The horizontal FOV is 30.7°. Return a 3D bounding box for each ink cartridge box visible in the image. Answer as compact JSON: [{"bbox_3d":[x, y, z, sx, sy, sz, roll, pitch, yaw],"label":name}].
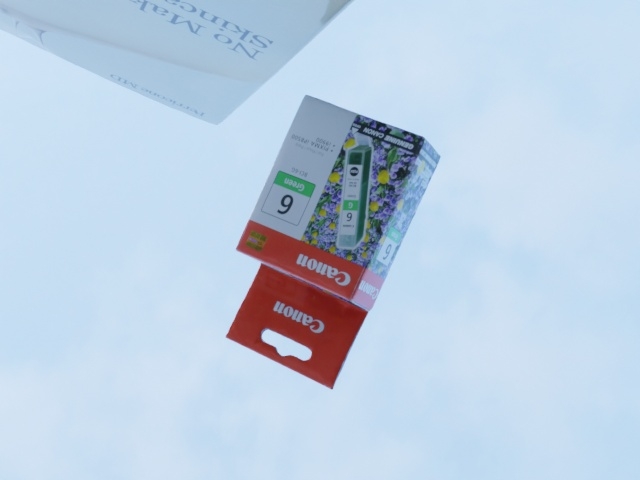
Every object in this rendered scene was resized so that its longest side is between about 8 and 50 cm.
[{"bbox_3d":[0.000,0.000,0.513,0.062,0.029,0.115,23,-94,25],"label":"ink cartridge box"}]

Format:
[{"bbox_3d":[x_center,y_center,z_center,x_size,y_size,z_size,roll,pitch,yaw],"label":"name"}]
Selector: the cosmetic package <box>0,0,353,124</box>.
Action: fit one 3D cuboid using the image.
[{"bbox_3d":[-0.060,-0.160,0.512,0.160,0.309,0.113,23,-104,-13],"label":"cosmetic package"}]
